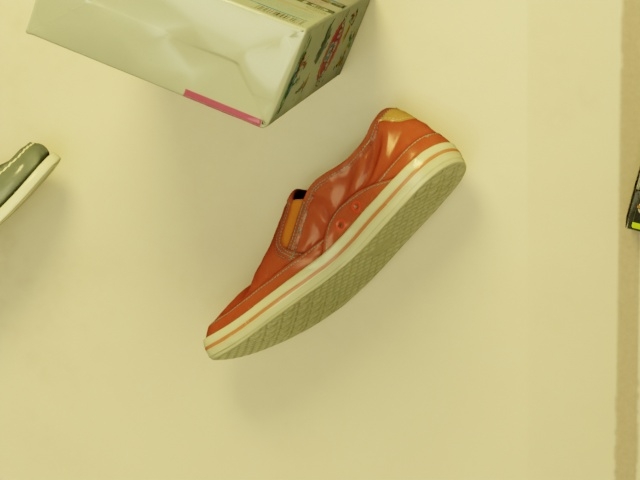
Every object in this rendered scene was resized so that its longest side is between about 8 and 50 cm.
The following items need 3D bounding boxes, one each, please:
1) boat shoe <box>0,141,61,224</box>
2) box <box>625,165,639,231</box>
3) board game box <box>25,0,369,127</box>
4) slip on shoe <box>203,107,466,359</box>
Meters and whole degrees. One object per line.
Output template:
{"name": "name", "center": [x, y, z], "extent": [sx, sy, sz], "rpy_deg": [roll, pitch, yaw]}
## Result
{"name": "boat shoe", "center": [-0.406, -0.021, 1.665], "extent": [0.319, 0.116, 0.099], "rpy_deg": [-33, 100, 24]}
{"name": "box", "center": [0.399, -0.077, 1.500], "extent": [0.191, 0.045, 0.184], "rpy_deg": [14, 110, 8]}
{"name": "board game box", "center": [-0.095, -0.207, 1.438], "extent": [0.224, 0.303, 0.097], "rpy_deg": [23, 109, 6]}
{"name": "slip on shoe", "center": [0.000, 0.000, 1.587], "extent": [0.331, 0.123, 0.101], "rpy_deg": [-46, 69, 20]}
